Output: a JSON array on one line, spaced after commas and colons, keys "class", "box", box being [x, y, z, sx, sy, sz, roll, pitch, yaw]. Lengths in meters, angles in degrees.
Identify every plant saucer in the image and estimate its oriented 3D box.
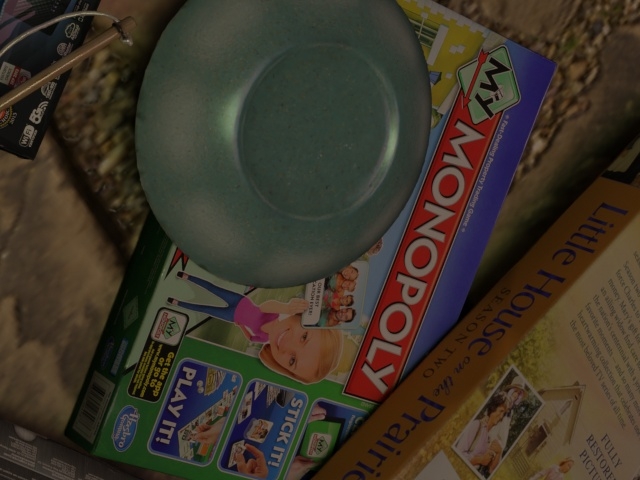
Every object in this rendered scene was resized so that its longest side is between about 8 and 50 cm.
[{"class": "plant saucer", "box": [-0.008, -0.063, 0.915, 0.195, 0.037, 0.195, -8, 106, -30]}]

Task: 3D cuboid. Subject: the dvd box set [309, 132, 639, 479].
[{"class": "dvd box set", "box": [0.177, 0.150, 1.090, 0.420, 0.062, 0.307, -45, 128, -18]}]

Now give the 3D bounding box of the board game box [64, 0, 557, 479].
[{"class": "board game box", "box": [0.000, 0.000, 0.985, 0.213, 0.046, 0.317, 20, 91, -33]}]

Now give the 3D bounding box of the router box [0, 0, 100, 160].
[{"class": "router box", "box": [-0.173, -0.115, 0.854, 0.092, 0.038, 0.122, 22, 90, -32]}]

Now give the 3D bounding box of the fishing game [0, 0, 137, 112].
[{"class": "fishing game", "box": [-0.205, -0.179, 0.784, 0.189, 0.041, 0.264, -33, 106, -11]}]

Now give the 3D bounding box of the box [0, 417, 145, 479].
[{"class": "box", "box": [-0.179, 0.183, 0.847, 0.231, 0.056, 0.183, 29, 44, -31]}]
